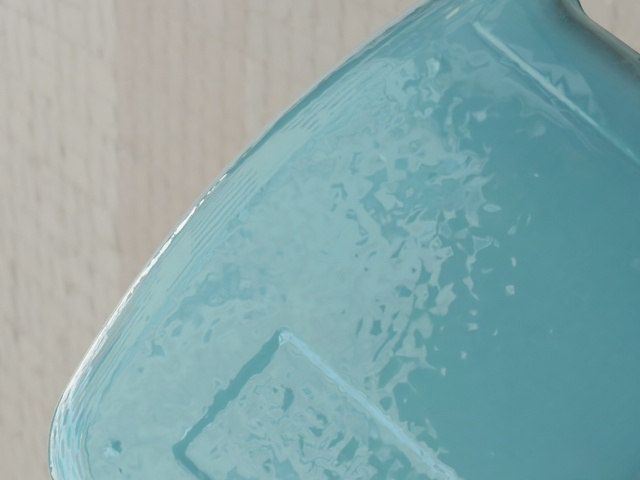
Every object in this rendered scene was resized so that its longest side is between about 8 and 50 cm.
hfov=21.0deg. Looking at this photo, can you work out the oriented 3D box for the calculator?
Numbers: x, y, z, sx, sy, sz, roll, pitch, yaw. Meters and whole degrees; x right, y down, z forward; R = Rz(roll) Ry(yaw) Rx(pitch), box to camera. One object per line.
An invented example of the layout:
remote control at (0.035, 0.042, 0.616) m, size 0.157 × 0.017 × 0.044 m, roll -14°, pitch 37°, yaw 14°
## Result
calculator at (0.054, 0.044, 0.787) m, size 0.256 × 0.386 × 0.054 m, roll 41°, pitch 169°, yaw 8°
